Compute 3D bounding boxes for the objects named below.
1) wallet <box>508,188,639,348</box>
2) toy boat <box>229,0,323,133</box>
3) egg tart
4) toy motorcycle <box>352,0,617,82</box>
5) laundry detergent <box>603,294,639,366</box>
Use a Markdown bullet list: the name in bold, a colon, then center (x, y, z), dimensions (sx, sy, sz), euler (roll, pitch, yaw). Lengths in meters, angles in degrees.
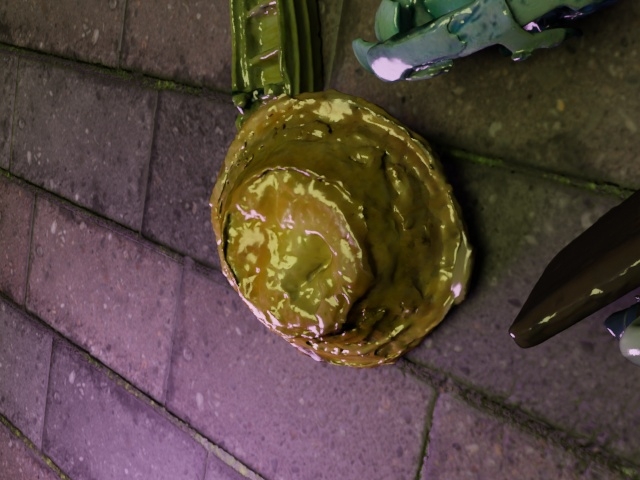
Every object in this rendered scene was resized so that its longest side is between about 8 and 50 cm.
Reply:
- **wallet**: center (0.286, -0.024, 0.676), dimensions (0.042, 0.165, 0.309), euler (47, 127, 1)
- **toy boat**: center (-0.059, -0.249, 1.074), dimensions (0.111, 0.084, 0.276), euler (-11, 81, 48)
- **egg tart**: center (-0.003, -0.003, 0.940), dimensions (0.341, 0.129, 0.341), euler (8, 106, 30)
- **toy motorcycle**: center (0.146, -0.229, 0.798), dimensions (0.260, 0.206, 0.154), euler (-11, 123, 45)
- **laundry detergent**: center (0.321, 0.049, 0.597), dimensions (0.280, 0.214, 0.105), euler (-18, 84, 47)
